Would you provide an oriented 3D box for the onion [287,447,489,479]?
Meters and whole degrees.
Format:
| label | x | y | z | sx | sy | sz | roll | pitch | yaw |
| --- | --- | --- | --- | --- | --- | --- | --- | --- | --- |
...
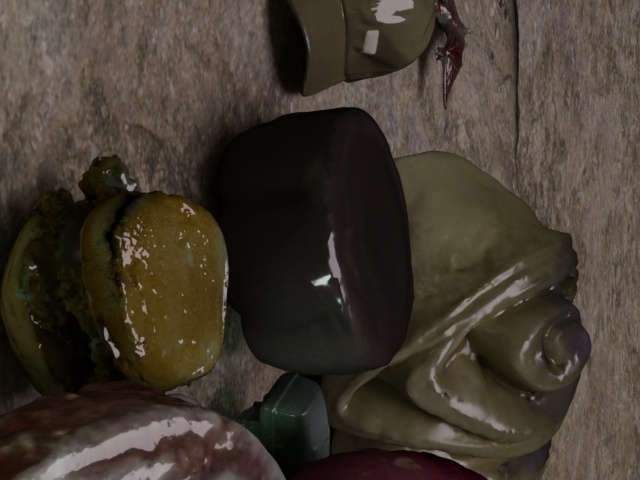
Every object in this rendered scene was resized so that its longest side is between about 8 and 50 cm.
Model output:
| label | x | y | z | sx | sy | sz | roll | pitch | yaw |
| --- | --- | --- | --- | --- | --- | --- | --- | --- | --- |
| onion | 0.057 | 0.366 | 1.567 | 0.345 | 0.358 | 0.358 | 54 | 12 | 21 |

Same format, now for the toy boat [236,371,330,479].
| label | x | y | z | sx | sy | sz | roll | pitch | yaw |
| --- | --- | --- | --- | --- | --- | --- | --- | --- | --- |
| toy boat | -0.037 | 0.234 | 1.681 | 0.078 | 0.085 | 0.261 | -55 | 152 | -51 |

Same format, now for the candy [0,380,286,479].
| label | x | y | z | sx | sy | sz | roll | pitch | yaw |
| --- | --- | --- | --- | --- | --- | --- | --- | --- | --- |
| candy | -0.160 | 0.208 | 1.203 | 0.289 | 0.157 | 0.214 | -23 | 118 | -36 |

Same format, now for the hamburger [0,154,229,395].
| label | x | y | z | sx | sy | sz | roll | pitch | yaw |
| --- | --- | --- | --- | --- | --- | --- | --- | --- | --- |
| hamburger | -0.152 | 0.028 | 1.318 | 0.159 | 0.131 | 0.185 | 22 | 66 | -57 |

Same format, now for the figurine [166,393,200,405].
| label | x | y | z | sx | sy | sz | roll | pitch | yaw |
| --- | --- | --- | --- | --- | --- | --- | --- | --- | --- |
| figurine | -0.133 | 0.183 | 1.395 | 0.147 | 0.126 | 0.192 | 57 | 32 | 6 |

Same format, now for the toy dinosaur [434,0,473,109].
| label | x | y | z | sx | sy | sz | roll | pitch | yaw |
| --- | --- | --- | --- | --- | --- | --- | --- | --- | --- |
| toy dinosaur | 0.139 | -0.249 | 2.080 | 0.108 | 0.032 | 0.220 | 29 | 57 | -61 |

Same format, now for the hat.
| label | x | y | z | sx | sy | sz | roll | pitch | yaw |
| --- | --- | --- | --- | --- | --- | --- | --- | --- | --- |
| hat | 0.042 | -0.209 | 1.752 | 0.173 | 0.144 | 0.166 | -91 | 172 | -68 |

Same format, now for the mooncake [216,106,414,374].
| label | x | y | z | sx | sy | sz | roll | pitch | yaw |
| --- | --- | --- | --- | --- | --- | --- | --- | --- | --- |
| mooncake | 0.000 | 0.000 | 1.631 | 0.245 | 0.133 | 0.245 | -5 | 90 | -66 |

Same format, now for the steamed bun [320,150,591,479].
| label | x | y | z | sx | sy | sz | roll | pitch | yaw |
| --- | --- | --- | --- | --- | --- | --- | --- | --- | --- |
| steamed bun | 0.153 | 0.101 | 1.882 | 0.339 | 0.247 | 0.352 | 37 | 55 | -64 |
